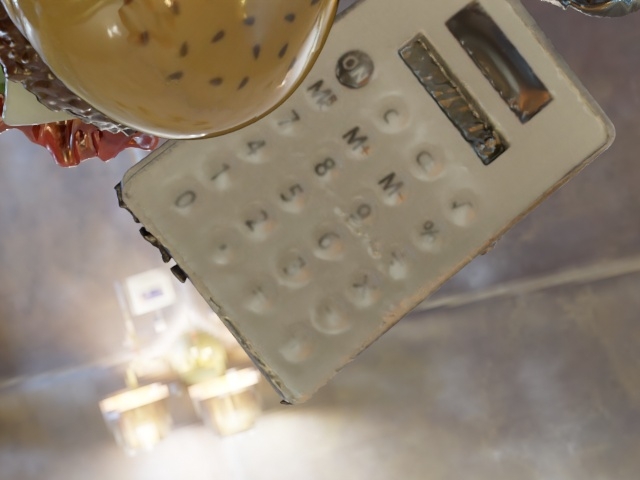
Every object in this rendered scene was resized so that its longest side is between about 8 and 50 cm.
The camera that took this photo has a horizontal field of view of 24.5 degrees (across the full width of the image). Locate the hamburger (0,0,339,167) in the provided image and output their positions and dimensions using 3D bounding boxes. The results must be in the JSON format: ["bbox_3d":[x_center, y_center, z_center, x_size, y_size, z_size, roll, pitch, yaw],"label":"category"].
[{"bbox_3d":[-0.068,-0.113,0.562,0.175,0.175,0.137,-24,-158,-34],"label":"hamburger"}]

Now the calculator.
[{"bbox_3d":[0.033,-0.046,0.818,0.262,0.161,0.021,-40,-177,-16],"label":"calculator"}]

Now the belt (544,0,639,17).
[{"bbox_3d":[0.193,-0.235,0.947,0.198,0.151,0.078,-37,-143,-17],"label":"belt"}]
